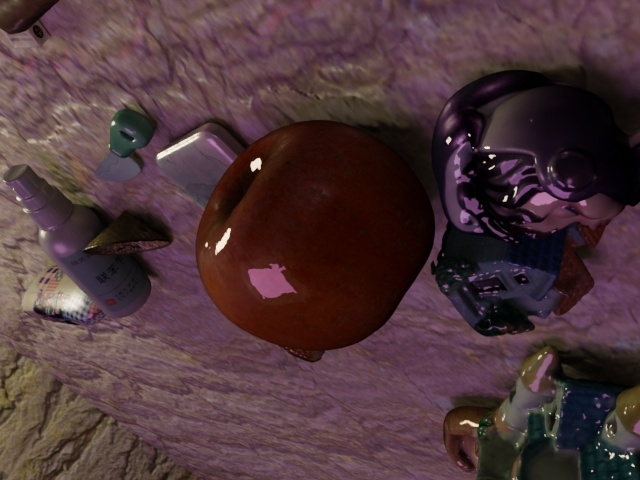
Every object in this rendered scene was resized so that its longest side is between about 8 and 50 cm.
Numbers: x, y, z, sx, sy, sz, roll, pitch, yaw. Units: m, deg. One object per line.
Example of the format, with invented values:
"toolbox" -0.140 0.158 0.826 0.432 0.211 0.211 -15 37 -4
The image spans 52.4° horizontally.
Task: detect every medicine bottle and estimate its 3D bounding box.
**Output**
"medicine bottle" -0.433 0.001 1.164 0.110 0.110 0.351 10 145 30

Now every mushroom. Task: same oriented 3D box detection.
"mushroom" 0.258 0.329 1.118 0.094 0.072 0.209 15 144 19

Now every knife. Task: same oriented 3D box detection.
"knife" -0.284 -0.122 0.939 0.063 0.034 0.260 30 157 -15

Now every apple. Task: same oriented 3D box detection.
"apple" 0.000 0.000 0.687 0.254 0.253 0.253 21 149 13

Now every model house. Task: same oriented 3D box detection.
"model house" 0.218 0.026 0.659 0.149 0.119 0.148 -15 129 41
"model house" 0.314 0.258 0.798 0.194 0.267 0.324 10 135 7

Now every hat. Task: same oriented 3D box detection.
"hat" -0.330 -0.019 1.104 0.146 0.067 0.146 -8 174 -1

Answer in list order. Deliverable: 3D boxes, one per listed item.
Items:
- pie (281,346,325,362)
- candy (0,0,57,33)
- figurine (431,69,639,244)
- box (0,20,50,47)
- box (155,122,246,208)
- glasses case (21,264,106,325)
"pie" -0.060 0.137 1.094 0.163 0.079 0.193 -5 136 50
"candy" -0.265 -0.278 0.604 0.234 0.102 0.104 -4 137 47
"figurine" 0.191 -0.073 0.516 0.222 0.145 0.145 -8 134 34
"box" -0.372 -0.272 0.781 0.054 0.024 0.083 11 147 32
"box" -0.084 -0.038 0.879 0.142 0.044 0.285 -16 129 46
"glasses case" -0.551 0.117 1.425 0.328 0.125 0.076 0 148 40
